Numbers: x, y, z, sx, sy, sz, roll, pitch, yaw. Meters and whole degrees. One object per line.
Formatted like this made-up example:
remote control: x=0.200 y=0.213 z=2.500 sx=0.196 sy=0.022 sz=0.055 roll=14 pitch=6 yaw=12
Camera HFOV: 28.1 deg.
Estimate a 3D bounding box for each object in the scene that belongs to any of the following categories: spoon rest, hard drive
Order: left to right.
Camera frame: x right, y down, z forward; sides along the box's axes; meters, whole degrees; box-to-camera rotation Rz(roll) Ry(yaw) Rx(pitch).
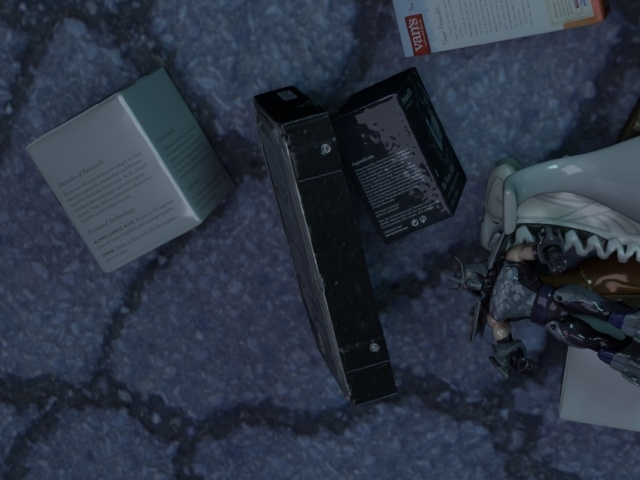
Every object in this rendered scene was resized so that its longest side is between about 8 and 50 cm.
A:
hard drive: x=0.000 y=0.000 z=1.499 sx=0.064 sy=0.237 sz=0.339 roll=-17 pitch=107 yaw=-6
spoon rest: x=0.331 y=-0.060 z=1.387 sx=0.276 sy=0.084 sz=0.137 roll=-4 pitch=121 yaw=0

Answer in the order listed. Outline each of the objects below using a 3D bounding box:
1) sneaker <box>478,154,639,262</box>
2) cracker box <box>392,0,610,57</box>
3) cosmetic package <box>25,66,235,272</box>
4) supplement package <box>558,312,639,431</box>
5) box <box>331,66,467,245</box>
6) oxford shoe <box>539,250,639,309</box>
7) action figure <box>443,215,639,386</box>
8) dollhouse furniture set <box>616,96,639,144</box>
sneaker: x=0.331 y=-0.038 z=1.487 sx=0.292 sy=0.110 sz=0.118 roll=2 pitch=101 yaw=12
cracker box: x=0.193 y=-0.304 z=1.427 sx=0.232 sy=0.067 sz=0.155 roll=-7 pitch=108 yaw=21
cosmetic package: x=-0.228 y=-0.089 z=1.566 sx=0.151 sy=0.151 sz=0.183 roll=-27 pitch=100 yaw=21
supplement package: x=0.383 y=0.162 z=1.541 sx=0.179 sy=0.105 sz=0.105 roll=8 pitch=111 yaw=9
box: x=0.092 y=-0.101 z=1.485 sx=0.093 sy=0.156 sz=0.158 roll=-23 pitch=103 yaw=19
oxford shoe: x=0.333 y=0.047 z=1.542 sx=0.212 sy=0.076 sz=0.076 roll=2 pitch=80 yaw=15
action figure: x=0.272 y=0.079 z=1.437 sx=0.285 sy=0.099 sz=0.185 roll=20 pitch=123 yaw=15
dollhouse furniture set: x=0.426 y=-0.151 z=1.425 sx=0.129 sy=0.129 sz=0.183 roll=23 pitch=137 yaw=4
